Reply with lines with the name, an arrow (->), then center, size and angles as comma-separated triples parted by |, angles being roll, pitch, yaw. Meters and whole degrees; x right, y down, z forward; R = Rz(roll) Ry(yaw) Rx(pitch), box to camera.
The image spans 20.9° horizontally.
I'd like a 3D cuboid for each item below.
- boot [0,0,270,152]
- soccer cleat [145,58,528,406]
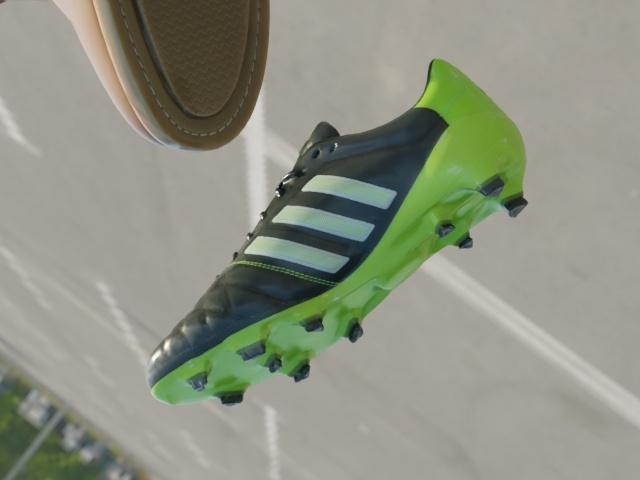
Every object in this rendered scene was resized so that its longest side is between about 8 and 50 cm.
boot -> -0.153, -0.143, 0.842 | 0.220, 0.109, 0.283 | -27, 84, 40
soccer cleat -> 0.000, 0.000, 0.692 | 0.072, 0.179, 0.060 | 58, -172, 28
